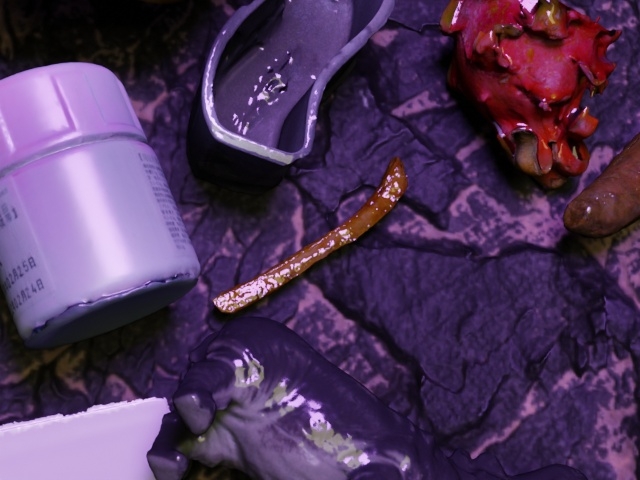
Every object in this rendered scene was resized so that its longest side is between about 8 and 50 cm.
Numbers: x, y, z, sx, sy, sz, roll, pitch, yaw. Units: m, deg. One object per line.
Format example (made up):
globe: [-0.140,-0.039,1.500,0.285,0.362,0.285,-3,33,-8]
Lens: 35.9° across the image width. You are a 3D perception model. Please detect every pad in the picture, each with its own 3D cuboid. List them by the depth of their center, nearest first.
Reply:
pad: [-0.203,0.199,0.656,0.232,0.004,0.156,-9,94,-21]

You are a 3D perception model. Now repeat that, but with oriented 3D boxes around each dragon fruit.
dragon fruit: [0.179,-0.139,0.826,0.150,0.133,0.207,-12,109,17]

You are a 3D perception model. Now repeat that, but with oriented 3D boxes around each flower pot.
flower pot: [-0.024,-0.147,0.780,0.103,0.108,0.229,30,70,-6]

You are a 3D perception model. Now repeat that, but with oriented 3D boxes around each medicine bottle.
medicine bottle: [-0.171,-0.024,0.689,0.135,0.135,0.168,-20,82,-20]

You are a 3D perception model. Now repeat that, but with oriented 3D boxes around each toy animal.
toy animal: [0.048,0.177,0.694,0.343,0.106,0.168,28,34,-10]

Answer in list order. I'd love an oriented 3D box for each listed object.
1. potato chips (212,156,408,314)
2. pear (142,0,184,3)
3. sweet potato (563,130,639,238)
potato chips: [0.000,0.000,0.788,0.204,0.026,0.037,-38,84,-21]
pear: [-0.152,-0.309,0.692,0.304,0.304,0.303,4,74,-14]
sweet potato: [0.306,-0.081,0.873,0.273,0.075,0.075,-40,88,-19]
